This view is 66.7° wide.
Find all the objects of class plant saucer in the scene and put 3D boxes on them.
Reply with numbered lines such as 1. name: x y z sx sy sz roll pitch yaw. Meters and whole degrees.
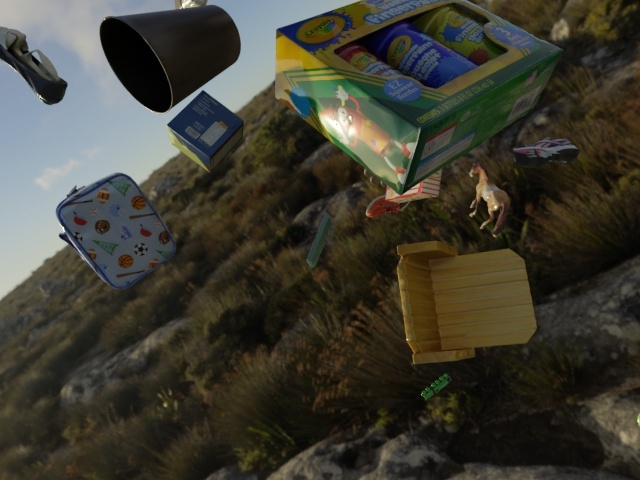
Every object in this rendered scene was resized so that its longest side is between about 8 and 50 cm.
1. plant saucer: 0.000 0.000 1.698 0.018 0.067 0.192 12 66 21

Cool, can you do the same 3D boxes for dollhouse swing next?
1. dollhouse swing: 0.441 0.173 1.445 0.305 0.346 0.315 -12 -15 30

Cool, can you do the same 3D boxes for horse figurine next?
1. horse figurine: 0.550 -0.126 1.587 0.066 0.174 0.263 2 37 -14

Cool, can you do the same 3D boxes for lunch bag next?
1. lunch bag: -0.569 -0.029 1.347 0.243 0.303 0.115 -36 24 -18

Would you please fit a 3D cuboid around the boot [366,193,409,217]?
1. boot: 0.237 -0.121 1.705 0.158 0.059 0.084 -33 44 -3

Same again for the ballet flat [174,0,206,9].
1. ballet flat: -0.406 -0.867 1.632 0.342 0.116 0.124 -56 45 35

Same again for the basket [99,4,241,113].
1. basket: -0.286 -0.388 0.990 0.227 0.204 0.154 -43 -1 -39

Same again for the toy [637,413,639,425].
1. toy: 0.544 0.322 0.774 0.056 0.136 0.237 -4 -4 25

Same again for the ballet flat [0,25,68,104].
1. ballet flat: -0.577 -0.359 0.943 0.074 0.203 0.074 -38 19 15

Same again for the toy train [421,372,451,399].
1. toy train: 0.278 0.349 1.161 0.083 0.023 0.017 -37 -18 -2

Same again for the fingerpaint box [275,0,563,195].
1. fingerpaint box: 0.192 -0.343 0.990 0.445 0.371 0.163 -32 -30 -28

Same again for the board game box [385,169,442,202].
1. board game box: 0.218 -0.168 1.128 0.193 0.045 0.146 177 102 -74

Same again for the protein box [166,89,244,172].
1. protein box: -0.427 -0.408 1.823 0.201 0.200 0.136 -53 -1 -21

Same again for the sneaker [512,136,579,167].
1. sneaker: 0.648 -0.263 1.419 0.178 0.072 0.077 1 48 3

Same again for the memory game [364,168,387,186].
1. memory game: 0.204 -0.228 1.354 0.186 0.186 0.012 -36 47 8
